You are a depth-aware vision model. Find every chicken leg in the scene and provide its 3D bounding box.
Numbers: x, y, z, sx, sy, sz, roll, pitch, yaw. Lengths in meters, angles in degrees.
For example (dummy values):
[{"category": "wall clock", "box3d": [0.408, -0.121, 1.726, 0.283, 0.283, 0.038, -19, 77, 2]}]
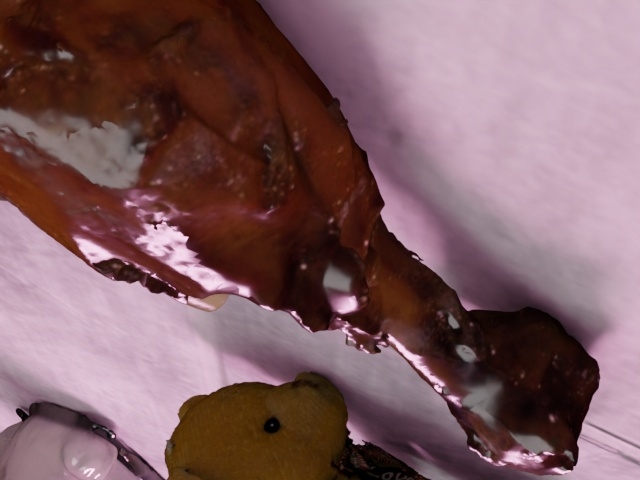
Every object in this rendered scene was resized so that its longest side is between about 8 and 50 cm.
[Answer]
[{"category": "chicken leg", "box3d": [0.000, 0.000, 0.479, 0.304, 0.093, 0.113, 36, 177, -39]}]

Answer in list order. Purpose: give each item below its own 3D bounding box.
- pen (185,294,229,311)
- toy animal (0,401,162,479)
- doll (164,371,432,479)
[{"category": "pen", "box3d": [-0.125, -0.040, 0.605, 0.233, 0.032, 0.040, 37, 134, -25]}, {"category": "toy animal", "box3d": [-0.255, 0.264, 1.173, 0.174, 0.289, 0.249, 17, 136, 32]}, {"category": "doll", "box3d": [0.022, 0.123, 0.745, 0.209, 0.097, 0.137, 13, -169, -2]}]
